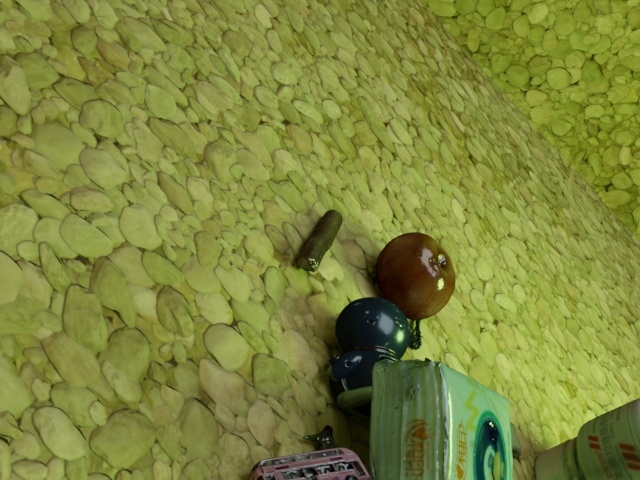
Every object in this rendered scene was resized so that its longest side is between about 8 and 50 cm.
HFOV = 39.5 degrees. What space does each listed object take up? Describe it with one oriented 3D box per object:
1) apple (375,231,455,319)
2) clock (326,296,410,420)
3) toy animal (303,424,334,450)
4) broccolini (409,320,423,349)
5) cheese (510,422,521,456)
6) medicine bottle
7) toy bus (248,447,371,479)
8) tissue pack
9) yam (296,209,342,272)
[{"bbox_3d":[0.225,0.077,2.059,0.201,0.162,0.201,34,35,-28],"label":"apple"},{"bbox_3d":[0.107,0.230,1.776,0.200,0.147,0.243,28,47,-34],"label":"clock"},{"bbox_3d":[0.014,0.410,1.561,0.105,0.070,0.202,46,27,-39],"label":"toy animal"},{"bbox_3d":[0.221,0.202,2.072,0.035,0.030,0.140,11,34,-1],"label":"broccolini"},{"bbox_3d":[0.330,0.402,2.014,0.400,0.034,0.085,29,44,-35],"label":"cheese"},{"bbox_3d":[0.698,0.539,2.097,0.256,0.325,0.256,34,38,-31],"label":"medicine bottle"},{"bbox_3d":[-0.019,0.394,1.453,0.203,0.063,0.090,-1,38,-33],"label":"toy bus"},{"bbox_3d":[0.232,0.392,1.638,0.388,0.162,0.287,33,54,-55],"label":"tissue pack"},{"bbox_3d":[0.000,0.000,1.939,0.057,0.057,0.241,48,29,-11],"label":"yam"}]
